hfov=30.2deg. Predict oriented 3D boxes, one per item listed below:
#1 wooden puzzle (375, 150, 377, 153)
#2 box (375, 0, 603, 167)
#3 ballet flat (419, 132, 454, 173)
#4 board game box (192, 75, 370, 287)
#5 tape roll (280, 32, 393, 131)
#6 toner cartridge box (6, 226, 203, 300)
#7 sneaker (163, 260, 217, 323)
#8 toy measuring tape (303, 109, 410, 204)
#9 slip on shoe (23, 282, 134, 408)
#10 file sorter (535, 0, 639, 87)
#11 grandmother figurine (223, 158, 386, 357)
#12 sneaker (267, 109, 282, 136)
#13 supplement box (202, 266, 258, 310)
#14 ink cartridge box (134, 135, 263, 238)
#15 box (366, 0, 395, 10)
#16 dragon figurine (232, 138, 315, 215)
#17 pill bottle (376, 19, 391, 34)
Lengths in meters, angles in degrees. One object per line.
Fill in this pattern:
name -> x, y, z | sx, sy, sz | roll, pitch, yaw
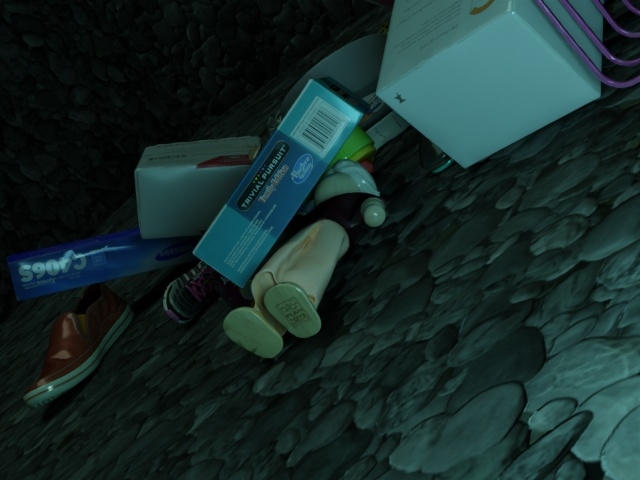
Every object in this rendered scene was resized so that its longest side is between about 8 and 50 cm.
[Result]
wooden puzzle -> 0.057, -0.115, 1.910 | 0.116, 0.014, 0.078 | -44, 9, -23
box -> 0.222, -0.300, 1.491 | 0.215, 0.168, 0.345 | -28, 37, 40
ballet flat -> 0.195, -0.205, 1.638 | 0.095, 0.096, 0.280 | -24, 20, 50
board game box -> -0.042, -0.090, 1.553 | 0.253, 0.079, 0.336 | -55, 2, 9
tape roll -> 0.046, -0.230, 1.876 | 0.219, 0.072, 0.219 | -32, -14, -9
toner cartridge box -> -0.395, 0.031, 2.189 | 0.348, 0.075, 0.165 | -13, 8, -14
sneaker -> -0.179, 0.063, 1.837 | 0.075, 0.063, 0.170 | -36, 7, 40
toy measuring tape -> 0.068, -0.158, 1.814 | 0.330, 0.121, 0.121 | -37, 10, -31
slip on shoe -> -0.431, 0.180, 2.056 | 0.123, 0.101, 0.331 | -31, 15, 28
file sorter -> 0.375, -0.336, 1.361 | 0.182, 0.202, 0.290 | -33, 14, 39
grandmother figurine -> 0.000, 0.000, 1.482 | 0.208, 0.104, 0.342 | -22, 22, 28
sneaker -> -0.056, -0.180, 2.178 | 0.105, 0.115, 0.281 | -51, 8, 8
supplement box -> -0.112, 0.058, 1.619 | 0.055, 0.083, 0.043 | -45, 13, -20
ink cartridge box -> -0.206, -0.099, 2.122 | 0.226, 0.131, 0.306 | -5, 11, -3
box -> 0.196, -0.464, 2.161 | 0.148, 0.232, 0.126 | -99, 27, -76
dragon figurine -> -0.057, -0.070, 1.901 | 0.085, 0.144, 0.289 | -26, 37, 39
pill bottle -> 0.159, -0.356, 2.216 | 0.119, 0.119, 0.208 | -38, 12, 7
